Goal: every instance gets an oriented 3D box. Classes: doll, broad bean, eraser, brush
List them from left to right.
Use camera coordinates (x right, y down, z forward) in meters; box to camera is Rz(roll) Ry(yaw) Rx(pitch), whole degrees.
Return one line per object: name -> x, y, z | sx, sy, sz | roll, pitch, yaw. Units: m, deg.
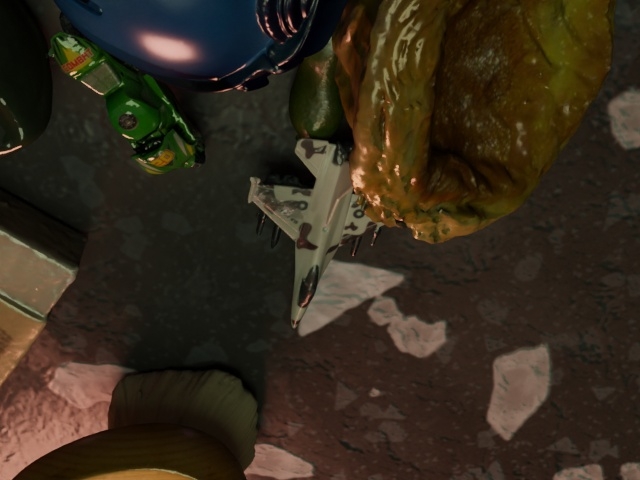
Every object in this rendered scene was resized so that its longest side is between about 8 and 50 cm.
eraser -> -0.382, 0.098, 1.166 | 0.144, 0.078, 0.343 | 32, 116, -19
brush -> -0.200, 0.240, 1.203 | 0.266, 0.166, 0.174 | -2, 124, 2
doll -> -0.082, -0.263, 0.846 | 0.284, 0.240, 0.310 | 40, 127, 21
broad bean -> 0.010, -0.194, 0.997 | 0.052, 0.052, 0.256 | -16, 130, -41

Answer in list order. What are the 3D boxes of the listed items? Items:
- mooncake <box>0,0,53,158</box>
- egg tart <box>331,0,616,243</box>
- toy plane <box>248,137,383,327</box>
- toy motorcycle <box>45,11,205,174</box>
mooncake -> -0.304, -0.148, 0.959 | 0.104, 0.168, 0.175 | -23, 104, 16
egg tart -> 0.117, -0.165, 0.910 | 0.150, 0.352, 0.352 | 32, 127, 29
toy plane -> 0.000, -0.015, 1.101 | 0.159, 0.082, 0.234 | 6, 138, -15
toy motorcycle -> -0.164, -0.123, 1.007 | 0.074, 0.106, 0.190 | -31, 119, 18
